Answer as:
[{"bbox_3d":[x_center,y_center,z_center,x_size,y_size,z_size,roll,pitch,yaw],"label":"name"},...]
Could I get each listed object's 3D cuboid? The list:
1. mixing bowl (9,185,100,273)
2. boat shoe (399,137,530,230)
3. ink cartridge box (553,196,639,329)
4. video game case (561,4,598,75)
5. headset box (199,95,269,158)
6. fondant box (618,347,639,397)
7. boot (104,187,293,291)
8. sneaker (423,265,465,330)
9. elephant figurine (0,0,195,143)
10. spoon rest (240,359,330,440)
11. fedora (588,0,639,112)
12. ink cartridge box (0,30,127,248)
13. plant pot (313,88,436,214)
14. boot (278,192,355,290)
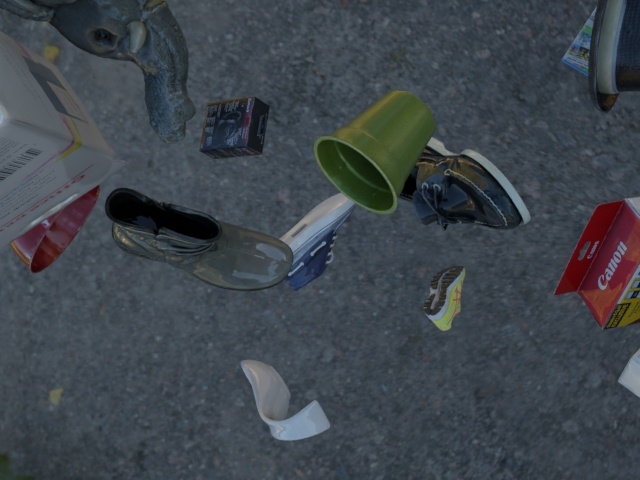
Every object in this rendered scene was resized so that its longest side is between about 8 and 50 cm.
[{"bbox_3d":[-0.455,-0.048,1.199,0.098,0.181,0.181,35,108,-3],"label":"mixing bowl"},{"bbox_3d":[0.181,-0.072,1.087,0.113,0.127,0.340,-36,30,-3],"label":"boat shoe"},{"bbox_3d":[0.717,0.052,1.661,0.310,0.271,0.130,97,159,-44],"label":"ink cartridge box"},{"bbox_3d":[0.621,-0.436,1.589,0.119,0.015,0.166,41,112,28],"label":"video game case"},{"bbox_3d":[-0.098,-0.131,0.857,0.083,0.032,0.062,-1,76,35],"label":"headset box"},{"bbox_3d":[0.787,0.231,1.433,0.238,0.330,0.096,39,151,30],"label":"fondant box"},{"bbox_3d":[-0.138,0.005,0.883,0.246,0.161,0.084,14,80,-14],"label":"boot"},{"bbox_3d":[0.331,0.150,1.902,0.081,0.208,0.094,-10,124,41],"label":"sneaker"},{"bbox_3d":[-0.176,-0.221,0.559,0.186,0.169,0.240,48,125,34],"label":"elephant figurine"},{"bbox_3d":[-0.082,0.287,1.293,0.137,0.084,0.276,63,160,-15],"label":"spoon rest"},{"bbox_3d":[0.591,-0.384,1.289,0.152,0.334,0.334,16,97,31],"label":"fedora"},{"bbox_3d":[-0.318,-0.074,0.644,0.207,0.353,0.119,-34,92,-1],"label":"ink cartridge box"},{"bbox_3d":[0.051,-0.078,0.590,0.083,0.083,0.079,33,69,25],"label":"plant pot"},{"bbox_3d":[0.000,0.000,1.274,0.190,0.069,0.086,-38,115,-3],"label":"boot"}]
